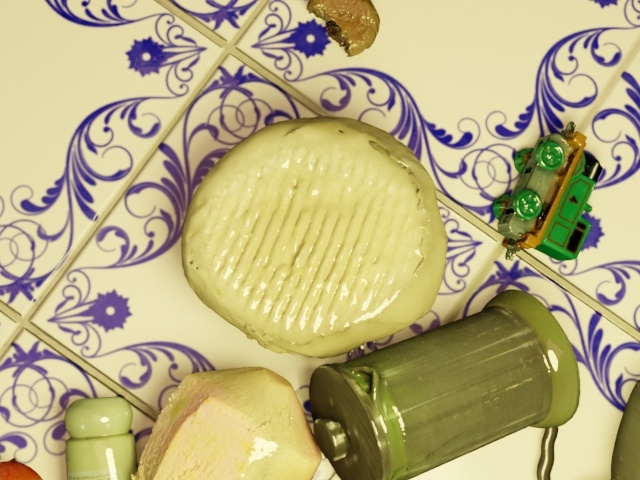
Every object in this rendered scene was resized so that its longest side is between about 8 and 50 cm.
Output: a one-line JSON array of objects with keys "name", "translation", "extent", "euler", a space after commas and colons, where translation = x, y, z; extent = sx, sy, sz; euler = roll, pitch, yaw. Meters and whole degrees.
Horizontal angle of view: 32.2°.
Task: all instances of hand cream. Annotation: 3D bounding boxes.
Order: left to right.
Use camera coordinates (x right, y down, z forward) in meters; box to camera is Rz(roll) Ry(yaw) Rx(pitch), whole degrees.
[{"name": "hand cream", "translation": [-0.294, 0.367, 1.505], "extent": [0.147, 0.093, 0.306], "euler": [-9, 81, 32]}]

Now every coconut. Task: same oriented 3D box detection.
[{"name": "coconut", "translation": [-0.116, 0.283, 1.464], "extent": [0.233, 0.233, 0.245], "euler": [25, 84, -1]}]

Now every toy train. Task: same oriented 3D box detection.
[{"name": "toy train", "translation": [0.339, -0.061, 1.616], "extent": [0.136, 0.091, 0.228], "euler": [30, 80, -11]}]

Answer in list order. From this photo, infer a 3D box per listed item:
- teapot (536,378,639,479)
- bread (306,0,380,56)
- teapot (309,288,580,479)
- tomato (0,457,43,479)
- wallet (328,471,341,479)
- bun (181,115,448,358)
[{"name": "teapot", "translation": [0.447, 0.332, 1.513], "extent": [0.305, 0.223, 0.285], "euler": [27, 88, -3]}, {"name": "bread", "translation": [0.040, -0.329, 1.640], "extent": [0.082, 0.060, 0.113], "euler": [-38, 89, -7]}, {"name": "teapot", "translation": [0.145, 0.226, 1.482], "extent": [0.337, 0.270, 0.200], "euler": [-17, 52, -25]}, {"name": "tomato", "translation": [-0.439, 0.378, 1.465], "extent": [0.167, 0.167, 0.167], "euler": [1, 83, -4]}, {"name": "wallet", "translation": [0.052, 0.386, 1.566], "extent": [0.122, 0.025, 0.061], "euler": [39, 80, 1]}, {"name": "bun", "translation": [0.000, 0.000, 1.524], "extent": [0.359, 0.211, 0.360], "euler": [-1, 78, 6]}]
